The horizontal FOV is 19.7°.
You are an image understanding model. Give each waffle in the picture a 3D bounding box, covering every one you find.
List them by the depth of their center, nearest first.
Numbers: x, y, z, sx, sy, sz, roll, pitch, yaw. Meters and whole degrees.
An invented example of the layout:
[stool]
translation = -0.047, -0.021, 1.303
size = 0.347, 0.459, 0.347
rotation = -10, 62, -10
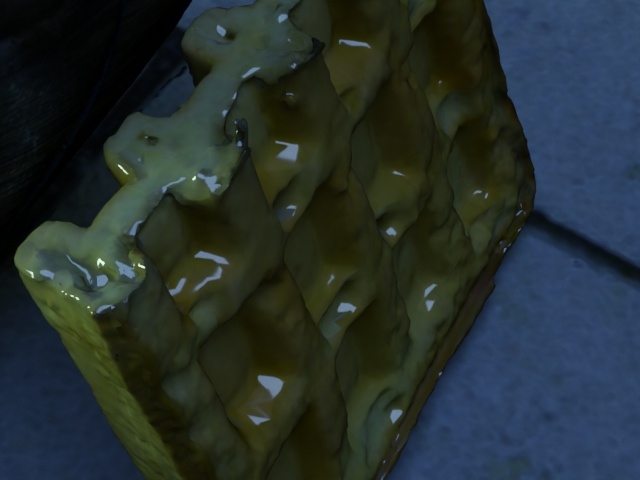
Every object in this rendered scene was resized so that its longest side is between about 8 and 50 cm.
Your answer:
[waffle]
translation = 0.001, 0.000, 0.959
size = 0.077, 0.304, 0.348
rotation = 12, 53, 29

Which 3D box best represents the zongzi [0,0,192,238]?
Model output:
[zongzi]
translation = -0.158, -0.122, 0.984
size = 0.432, 0.403, 0.208
rotation = -33, 73, -37
